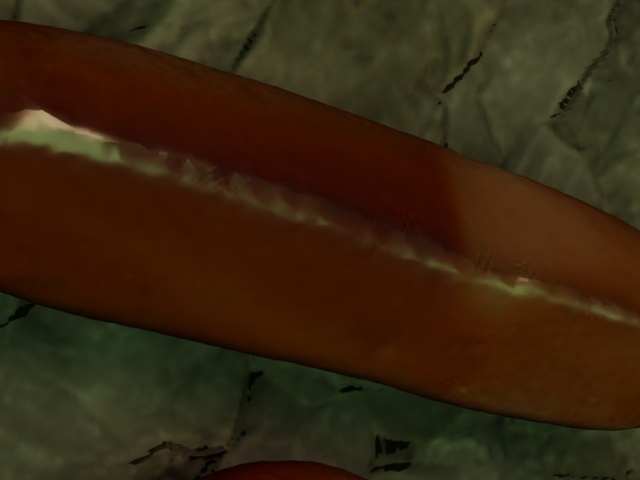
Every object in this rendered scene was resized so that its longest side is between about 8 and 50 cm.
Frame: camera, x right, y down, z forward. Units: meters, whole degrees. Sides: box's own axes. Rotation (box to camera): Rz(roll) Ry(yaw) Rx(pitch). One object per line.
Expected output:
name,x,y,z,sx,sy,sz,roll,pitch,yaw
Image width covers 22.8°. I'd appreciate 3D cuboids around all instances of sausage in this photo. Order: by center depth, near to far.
sausage,0.000,0.000,0.519,0.300,0.089,0.083,18,108,-21

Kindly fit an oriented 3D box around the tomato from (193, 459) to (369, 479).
tomato,-0.011,0.154,0.515,0.167,0.167,0.167,-4,102,-18
